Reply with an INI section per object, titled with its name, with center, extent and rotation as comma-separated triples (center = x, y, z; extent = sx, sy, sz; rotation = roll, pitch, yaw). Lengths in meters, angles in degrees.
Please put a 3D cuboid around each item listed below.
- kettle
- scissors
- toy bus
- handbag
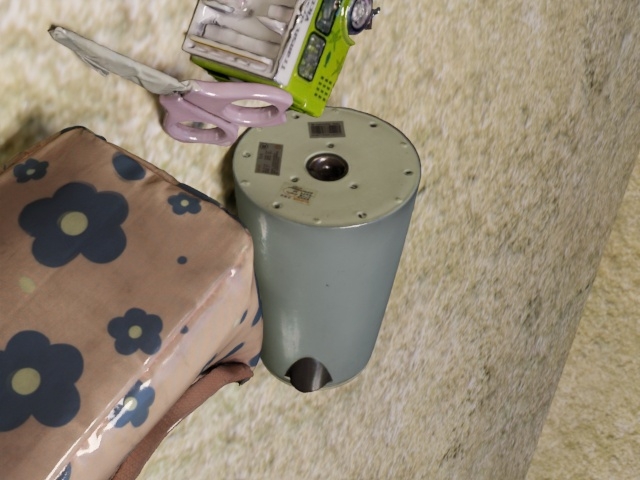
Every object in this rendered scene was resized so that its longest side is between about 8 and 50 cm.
[kettle]
center = 0.000, 0.000, 1.116
extent = 0.243, 0.160, 0.210
rotation = 94, -1, -45
[scissors]
center = -0.111, -0.108, 0.856
extent = 0.212, 0.110, 0.021
rotation = 19, 61, -53
[toy bus]
center = -0.005, -0.257, 0.924
extent = 0.139, 0.113, 0.301
rotation = 16, 94, -62
[handbag]
center = -0.162, 0.084, 0.755
extent = 0.251, 0.190, 0.193
rotation = -50, 156, -23
